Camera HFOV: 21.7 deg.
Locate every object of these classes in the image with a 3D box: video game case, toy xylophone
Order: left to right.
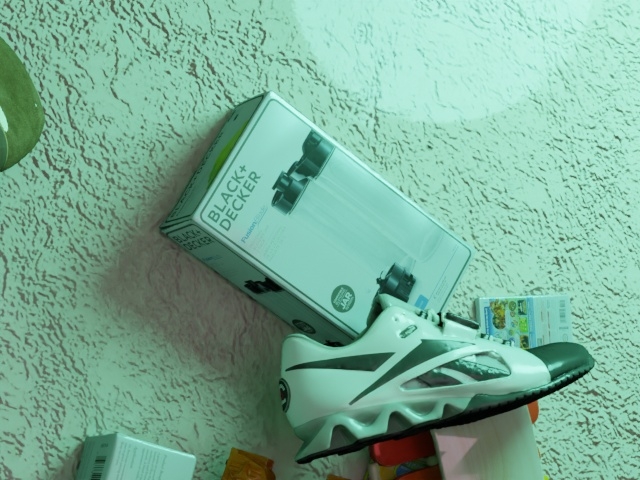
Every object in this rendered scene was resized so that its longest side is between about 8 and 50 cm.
[{"bbox_3d":[0.146,0.292,1.740,0.236,0.081,0.323,-4,88,-25],"label":"toy xylophone"},{"bbox_3d":[0.230,0.105,1.873,0.122,0.011,0.087,-1,85,-27],"label":"video game case"}]

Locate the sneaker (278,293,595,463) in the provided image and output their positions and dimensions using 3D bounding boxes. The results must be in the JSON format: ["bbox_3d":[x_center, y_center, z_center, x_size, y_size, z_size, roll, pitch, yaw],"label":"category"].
[{"bbox_3d":[0.116,0.113,1.651,0.330,0.122,0.146,-9,75,-22],"label":"sneaker"}]

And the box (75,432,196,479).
[{"bbox_3d":[-0.184,0.244,1.599,0.087,0.102,0.101,19,75,-21],"label":"box"}]

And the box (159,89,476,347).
[{"bbox_3d":[0.000,0.000,1.729,0.290,0.087,0.169,38,69,-18],"label":"box"}]

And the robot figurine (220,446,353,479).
[{"bbox_3d":[-0.056,0.361,1.628,0.211,0.085,0.291,14,79,15],"label":"robot figurine"}]

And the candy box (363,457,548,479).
[{"bbox_3d":[0.146,0.265,1.803,0.206,0.027,0.105,27,76,-21],"label":"candy box"}]

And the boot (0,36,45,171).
[{"bbox_3d":[-0.373,-0.198,1.580,0.305,0.112,0.115,58,34,-4],"label":"boot"}]
